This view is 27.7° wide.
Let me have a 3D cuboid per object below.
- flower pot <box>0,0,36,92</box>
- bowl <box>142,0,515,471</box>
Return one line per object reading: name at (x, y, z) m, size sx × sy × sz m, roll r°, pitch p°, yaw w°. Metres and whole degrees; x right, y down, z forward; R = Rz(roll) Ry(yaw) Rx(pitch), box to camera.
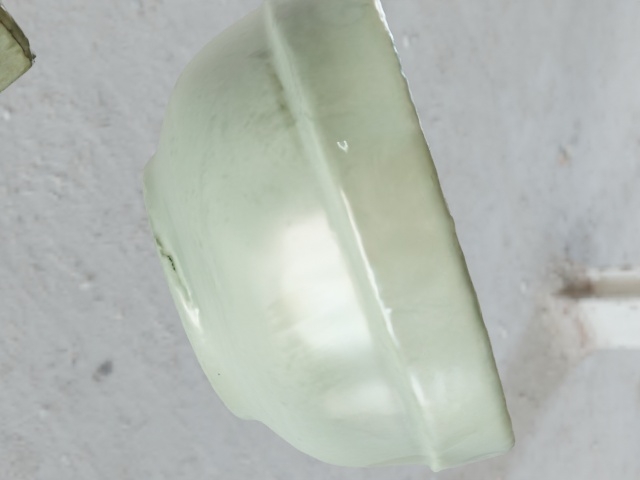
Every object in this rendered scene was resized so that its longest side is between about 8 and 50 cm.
flower pot at (-0.217, -0.064, 0.415) m, size 0.202 × 0.212 × 0.212 m, roll -38°, pitch 128°, yaw -5°
bowl at (0.000, 0.000, 0.765) m, size 0.307 × 0.163 × 0.307 m, roll -21°, pitch 90°, yaw -86°
